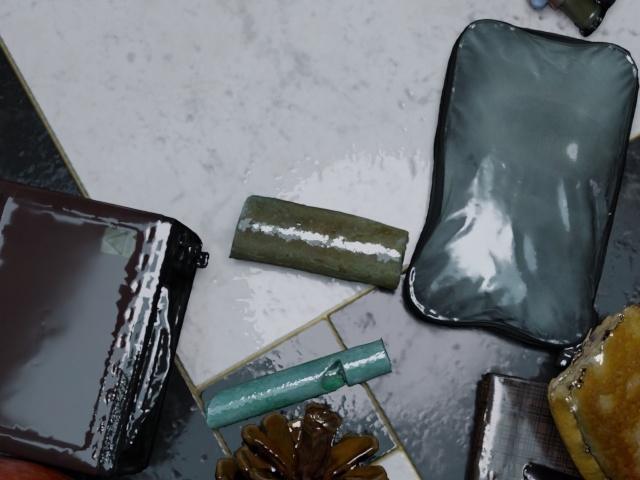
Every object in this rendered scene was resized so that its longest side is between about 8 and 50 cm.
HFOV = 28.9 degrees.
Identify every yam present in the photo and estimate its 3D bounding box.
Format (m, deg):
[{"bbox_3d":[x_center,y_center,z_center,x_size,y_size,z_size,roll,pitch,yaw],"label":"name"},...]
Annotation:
[{"bbox_3d":[0.000,0.000,1.205,0.169,0.068,0.068,10,83,2],"label":"yam"}]

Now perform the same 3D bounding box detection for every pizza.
[{"bbox_3d":[0.296,0.129,1.165,0.147,0.069,0.226,43,70,-17],"label":"pizza"}]

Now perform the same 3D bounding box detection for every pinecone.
[{"bbox_3d":[-0.023,0.248,1.124,0.186,0.168,0.212,2,96,-13],"label":"pinecone"}]

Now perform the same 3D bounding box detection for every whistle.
[{"bbox_3d":[-0.023,0.139,1.202,0.186,0.039,0.039,-17,83,-1],"label":"whistle"}]

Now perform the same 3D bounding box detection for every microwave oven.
[{"bbox_3d":[-0.216,0.086,1.142,0.188,0.178,0.247,12,83,3],"label":"microwave oven"}]

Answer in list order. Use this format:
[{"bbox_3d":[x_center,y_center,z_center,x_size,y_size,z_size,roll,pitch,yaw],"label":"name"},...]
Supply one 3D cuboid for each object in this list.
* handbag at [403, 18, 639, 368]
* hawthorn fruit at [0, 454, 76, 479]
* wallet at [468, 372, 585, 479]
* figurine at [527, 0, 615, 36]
[{"bbox_3d":[0.198,-0.052,1.210,0.192,0.075,0.332,12,80,-1],"label":"handbag"},{"bbox_3d":[-0.292,0.322,1.070,0.284,0.284,0.284,0,83,1],"label":"hawthorn fruit"},{"bbox_3d":[0.197,0.248,1.180,0.124,0.042,0.230,10,78,1],"label":"wallet"},{"bbox_3d":[0.207,-0.287,1.233,0.196,0.108,0.114,32,94,-13],"label":"figurine"}]
